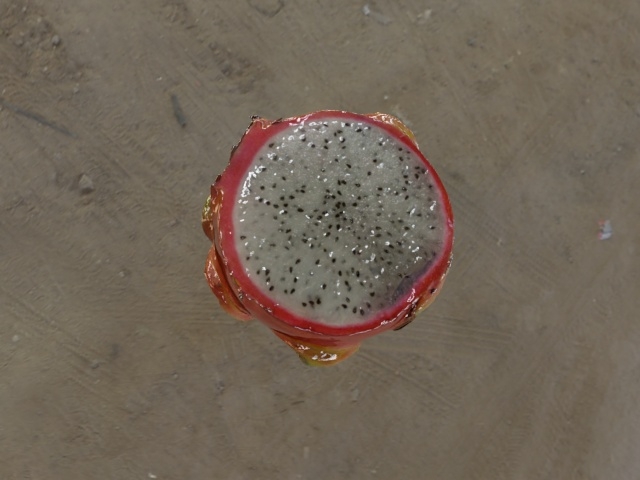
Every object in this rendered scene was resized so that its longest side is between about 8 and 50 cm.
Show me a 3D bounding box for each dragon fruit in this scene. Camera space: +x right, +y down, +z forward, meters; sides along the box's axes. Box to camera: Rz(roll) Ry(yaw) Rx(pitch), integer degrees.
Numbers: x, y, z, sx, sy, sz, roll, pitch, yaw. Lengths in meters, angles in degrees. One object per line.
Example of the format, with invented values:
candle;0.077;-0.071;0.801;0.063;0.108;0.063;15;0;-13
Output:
dragon fruit;0.000;0.000;0.932;0.305;0.226;0.305;3;71;-9
